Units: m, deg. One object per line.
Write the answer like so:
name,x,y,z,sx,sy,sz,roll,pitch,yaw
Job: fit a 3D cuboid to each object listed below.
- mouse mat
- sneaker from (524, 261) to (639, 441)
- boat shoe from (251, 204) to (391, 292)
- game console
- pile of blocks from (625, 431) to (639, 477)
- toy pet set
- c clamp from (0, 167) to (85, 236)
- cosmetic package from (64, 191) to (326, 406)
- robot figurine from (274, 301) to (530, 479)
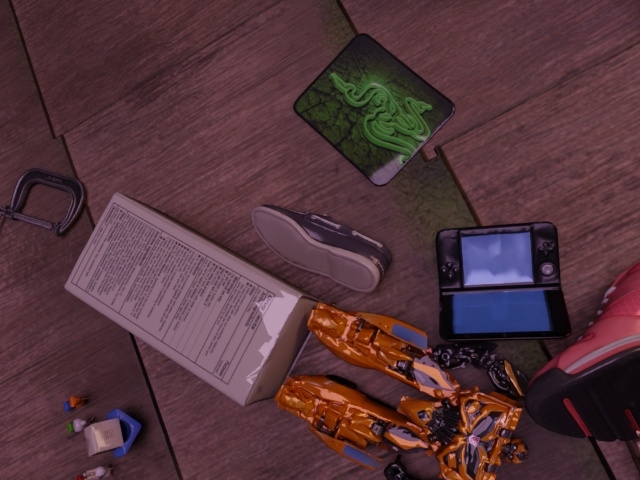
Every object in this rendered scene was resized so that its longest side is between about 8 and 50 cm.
mouse mat,0.070,-0.185,0.788,0.152,0.007,0.190,-47,73,4
sneaker,0.346,0.095,0.602,0.314,0.136,0.116,-30,114,1
boat shoe,0.000,0.000,0.760,0.206,0.075,0.065,26,46,23
game console,0.209,0.046,0.664,0.144,0.085,0.124,-4,96,15
pile of blocks,0.488,0.202,0.548,0.362,0.113,0.148,2,81,16
toy pet set,-0.307,0.272,0.804,0.114,0.065,0.122,-35,66,44
c clamp,-0.452,-0.048,0.909,0.161,0.022,0.137,9,79,19
cosmetic package,-0.162,0.073,0.747,0.296,0.129,0.153,29,88,19
robot figurine,0.102,0.194,0.674,0.291,0.085,0.211,21,88,18
